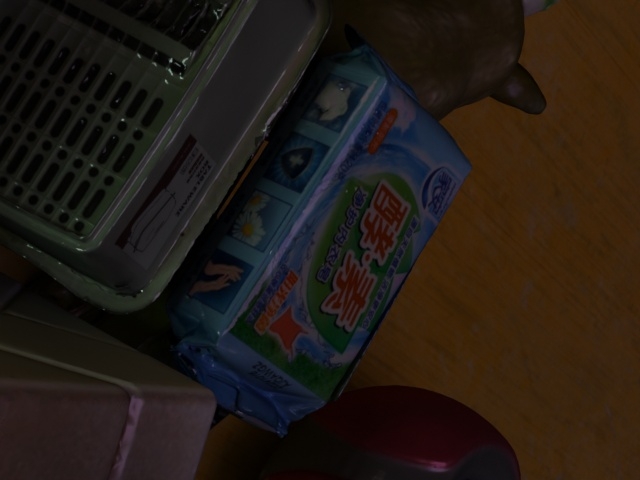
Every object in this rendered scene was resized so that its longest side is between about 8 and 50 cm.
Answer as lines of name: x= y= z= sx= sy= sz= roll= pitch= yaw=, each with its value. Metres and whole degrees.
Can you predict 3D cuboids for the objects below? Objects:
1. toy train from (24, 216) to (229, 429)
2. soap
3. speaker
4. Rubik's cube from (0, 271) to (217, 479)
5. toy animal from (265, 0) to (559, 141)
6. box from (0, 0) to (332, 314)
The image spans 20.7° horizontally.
toy train: x=-0.121 y=0.069 z=1.410 sx=0.261 sy=0.177 sz=0.134 roll=-39 pitch=133 yaw=-29
soap: x=0.000 y=0.000 z=1.310 sx=0.156 sy=0.077 sz=0.293 roll=39 pitch=80 yaw=-48
speaker: x=0.064 y=0.275 z=1.642 sx=0.294 sy=0.294 sz=0.294 roll=-23 pitch=124 yaw=-38
Rubik's cube: x=-0.312 y=0.184 z=1.153 sx=0.319 sy=0.322 sz=0.315 roll=9 pitch=100 yaw=-48
toy animal: x=0.081 y=-0.179 z=1.517 sx=0.363 sy=0.180 sz=0.181 roll=-23 pitch=131 yaw=-46
box: x=-0.143 y=-0.110 z=1.270 sx=0.290 sy=0.221 sz=0.166 roll=-57 pitch=161 yaw=-8
